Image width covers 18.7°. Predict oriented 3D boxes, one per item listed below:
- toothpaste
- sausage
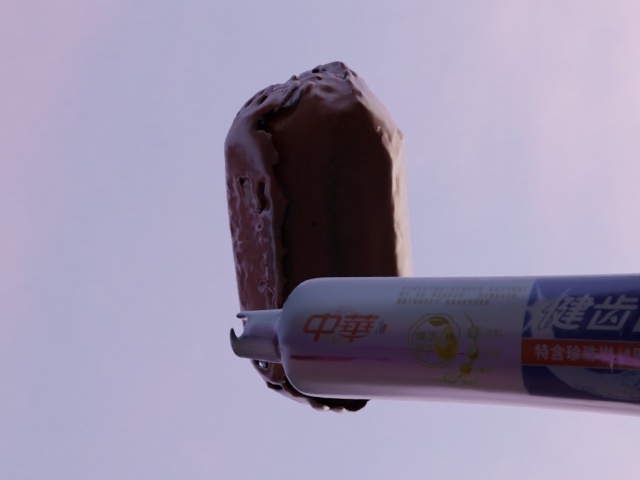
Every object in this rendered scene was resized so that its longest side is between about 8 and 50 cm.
[{"bbox_3d":[0.055,0.023,0.433,0.028,0.170,0.045,32,-117,-58],"label":"toothpaste"},{"bbox_3d":[0.000,0.000,0.784,0.076,0.076,0.141,-14,-78,-28],"label":"sausage"}]
